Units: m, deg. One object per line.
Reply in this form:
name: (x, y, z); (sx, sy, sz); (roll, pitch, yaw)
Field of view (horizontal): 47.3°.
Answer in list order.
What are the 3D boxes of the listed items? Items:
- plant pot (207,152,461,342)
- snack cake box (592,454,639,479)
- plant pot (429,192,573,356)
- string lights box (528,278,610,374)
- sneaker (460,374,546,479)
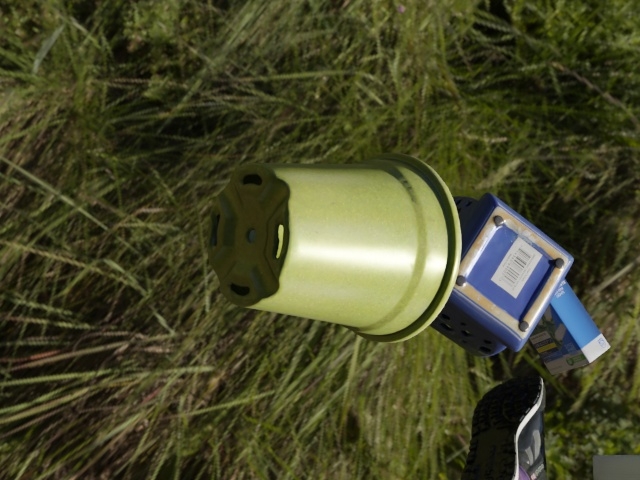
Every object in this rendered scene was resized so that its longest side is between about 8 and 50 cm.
plant pot: (0.000, 0.000, 0.978); (0.253, 0.276, 0.276); (6, 43, -41)
snack cake box: (0.584, 0.391, 1.143); (0.264, 0.152, 0.089); (10, 70, -15)
plant pot: (0.296, 0.060, 1.314); (0.236, 0.236, 0.212); (36, -12, -7)
string lights box: (0.491, 0.151, 1.585); (0.076, 0.133, 0.260); (-28, 80, -28)
sneaker: (0.292, 0.328, 1.106); (0.124, 0.107, 0.283); (59, 39, -17)
